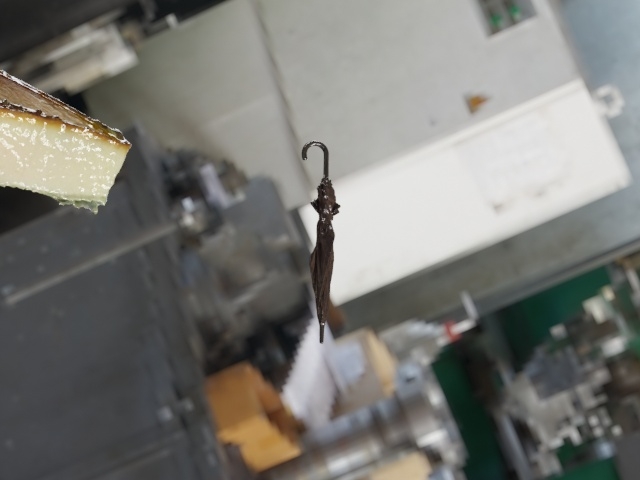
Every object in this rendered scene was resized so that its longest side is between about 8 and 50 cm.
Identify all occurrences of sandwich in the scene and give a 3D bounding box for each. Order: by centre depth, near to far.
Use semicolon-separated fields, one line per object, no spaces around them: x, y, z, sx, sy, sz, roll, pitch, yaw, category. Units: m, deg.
-0.226;-0.086;1.063;0.162;0.058;0.193;35;13;35;sandwich

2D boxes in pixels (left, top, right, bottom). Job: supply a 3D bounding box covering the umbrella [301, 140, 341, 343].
0.003;0.000;1.075;0.013;0.022;0.122;131;-43;-71;umbrella
